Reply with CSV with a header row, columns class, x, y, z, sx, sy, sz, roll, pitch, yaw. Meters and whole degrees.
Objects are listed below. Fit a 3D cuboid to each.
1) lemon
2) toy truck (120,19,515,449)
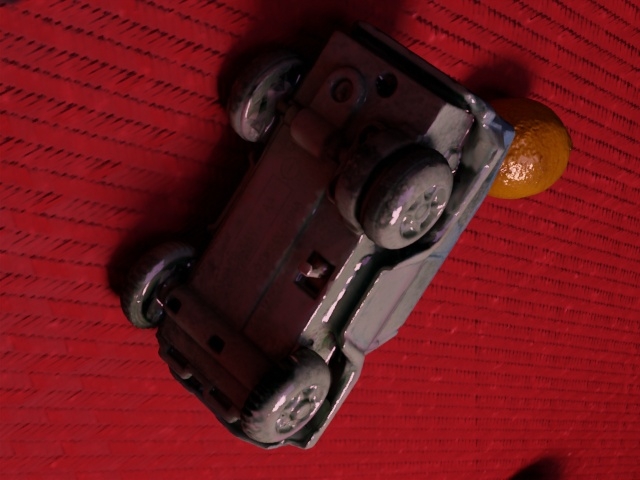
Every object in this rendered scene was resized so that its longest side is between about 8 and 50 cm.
class,x,y,z,sx,sy,sz,roll,pitch,yaw
lemon,0.150,-0.073,0.926,0.111,0.082,0.082,-6,127,-38
toy truck,0.000,0.000,0.782,0.156,0.155,0.278,8,117,-58
